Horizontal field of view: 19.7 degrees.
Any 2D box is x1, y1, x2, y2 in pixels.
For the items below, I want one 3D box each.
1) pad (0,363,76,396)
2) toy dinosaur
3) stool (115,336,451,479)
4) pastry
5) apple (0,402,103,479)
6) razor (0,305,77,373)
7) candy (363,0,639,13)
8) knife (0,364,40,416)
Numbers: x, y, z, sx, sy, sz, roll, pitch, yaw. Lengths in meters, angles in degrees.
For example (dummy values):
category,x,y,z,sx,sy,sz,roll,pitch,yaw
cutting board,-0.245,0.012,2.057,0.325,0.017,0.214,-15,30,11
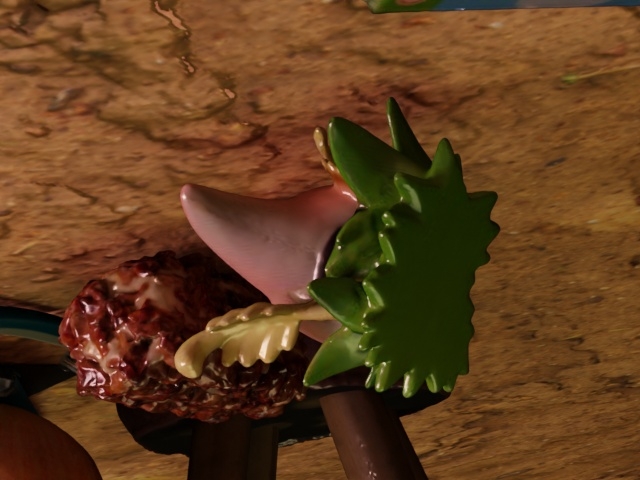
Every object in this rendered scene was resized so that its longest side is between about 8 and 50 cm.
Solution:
category,x,y,z,sx,sy,sz,roll,pitch,yaw
pad,-0.290,0.109,1.327,0.143,0.003,0.211,-25,160,36
toy dinosaur,0.000,-0.007,0.999,0.177,0.152,0.194,12,-171,39
stool,-0.014,0.169,1.417,0.272,0.178,0.272,-10,165,-3
pastry,-0.083,0.062,1.151,0.115,0.097,0.208,-25,161,20
apple,-0.248,0.194,1.277,0.209,0.164,0.209,12,167,3
razor,-0.182,0.065,1.202,0.068,0.037,0.191,27,178,28
candy,0.114,-0.133,0.702,0.194,0.062,0.097,-4,163,-26
knife,-0.231,0.118,1.351,0.044,0.026,0.296,1,165,-2
